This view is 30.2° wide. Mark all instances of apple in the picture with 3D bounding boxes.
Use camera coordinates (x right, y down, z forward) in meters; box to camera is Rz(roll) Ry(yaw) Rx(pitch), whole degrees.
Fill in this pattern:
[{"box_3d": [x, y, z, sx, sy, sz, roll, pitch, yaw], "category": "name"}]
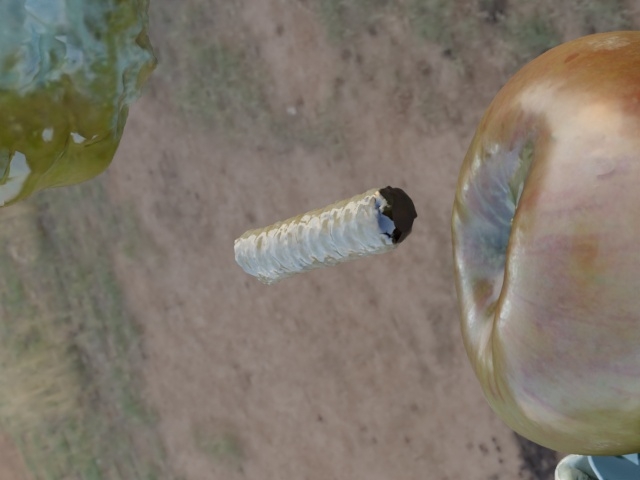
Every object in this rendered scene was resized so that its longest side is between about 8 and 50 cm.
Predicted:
[{"box_3d": [0.188, 0.005, 0.724, 0.261, 0.194, 0.261, 178, 90, -80], "category": "apple"}]

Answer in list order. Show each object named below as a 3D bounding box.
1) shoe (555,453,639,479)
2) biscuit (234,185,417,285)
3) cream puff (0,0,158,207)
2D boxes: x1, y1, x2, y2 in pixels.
[{"box_3d": [0.258, 0.242, 0.944, 0.160, 0.132, 0.363, 12, 143, 13], "category": "shoe"}, {"box_3d": [0.000, 0.000, 1.068, 0.219, 0.055, 0.061, -15, 116, 49], "category": "biscuit"}, {"box_3d": [-0.324, -0.205, 0.929, 0.275, 0.378, 0.378, 37, 138, 51], "category": "cream puff"}]
